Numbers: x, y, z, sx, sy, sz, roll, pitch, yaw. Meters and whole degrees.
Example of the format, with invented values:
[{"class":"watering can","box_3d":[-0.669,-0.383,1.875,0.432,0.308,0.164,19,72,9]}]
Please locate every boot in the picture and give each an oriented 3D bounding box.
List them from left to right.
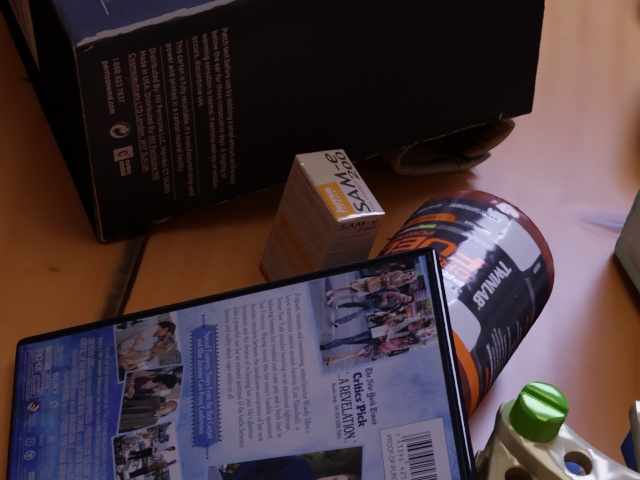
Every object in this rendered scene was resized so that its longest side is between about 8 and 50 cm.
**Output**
[{"class":"boot","box_3d":[0.094,-0.133,1.302,0.213,0.077,0.165,-22,55,-29]}]

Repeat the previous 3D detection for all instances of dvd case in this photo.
[{"class":"dvd case","box_3d":[-0.048,0.097,0.952,0.253,0.022,0.180,-13,43,7]}]

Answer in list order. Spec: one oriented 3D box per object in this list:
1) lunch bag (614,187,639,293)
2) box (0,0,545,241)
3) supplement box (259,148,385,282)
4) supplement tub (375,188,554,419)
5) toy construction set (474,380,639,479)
[{"class":"lunch bag","box_3d":[0.340,-0.015,1.159,0.262,0.223,0.160,36,38,21]},{"class":"box","box_3d":[-0.061,-0.214,1.196,0.312,0.179,0.343,-17,51,-15]},{"class":"supplement box","box_3d":[0.000,0.000,1.104,0.036,0.098,0.062,-9,49,-29]},{"class":"supplement tub","box_3d":[0.061,0.058,1.060,0.106,0.106,0.198,29,42,11]},{"class":"toy construction set","box_3d":[0.127,0.203,0.911,0.215,0.151,0.328,18,30,-2]}]
